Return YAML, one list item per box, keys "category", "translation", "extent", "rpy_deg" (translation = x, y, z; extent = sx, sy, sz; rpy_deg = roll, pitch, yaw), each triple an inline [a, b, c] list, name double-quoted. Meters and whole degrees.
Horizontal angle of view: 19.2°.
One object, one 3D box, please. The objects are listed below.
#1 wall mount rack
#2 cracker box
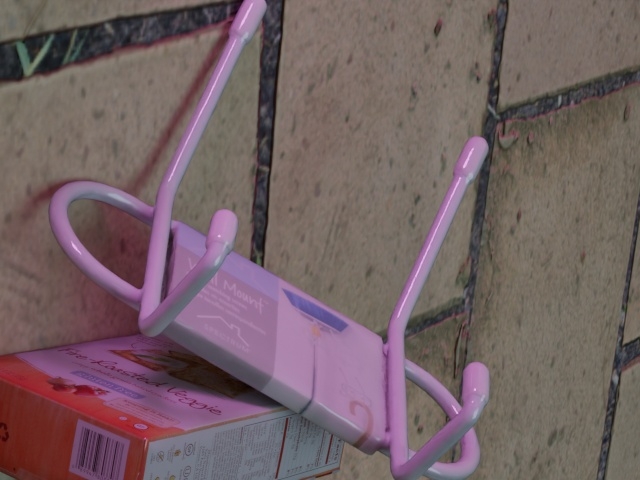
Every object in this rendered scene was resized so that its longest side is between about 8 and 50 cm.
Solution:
- category: "wall mount rack"
  translation: [0.000, 0.000, 1.287]
  extent: [0.130, 0.350, 0.304]
  rpy_deg: [-48, -159, 28]
- category: "cracker box"
  translation: [-0.105, 0.119, 1.268]
  extent: [0.232, 0.156, 0.067]
  rpy_deg: [-6, 110, -56]
